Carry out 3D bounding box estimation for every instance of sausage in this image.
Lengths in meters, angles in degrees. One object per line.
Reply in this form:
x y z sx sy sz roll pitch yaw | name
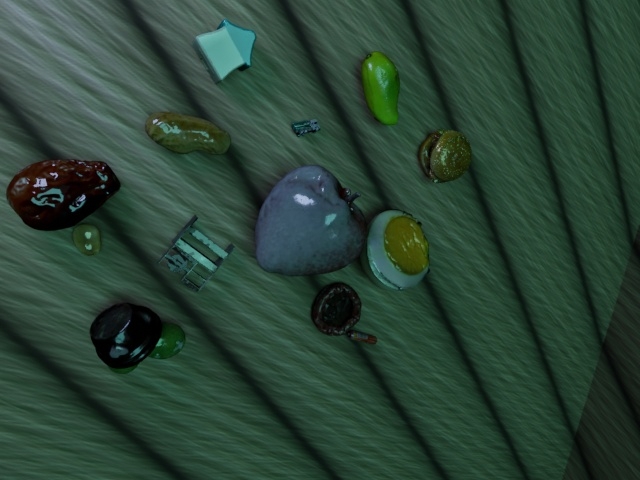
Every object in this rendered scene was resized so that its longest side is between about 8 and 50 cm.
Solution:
0.153 0.365 1.540 0.130 0.034 0.034 19 95 -27 | sausage

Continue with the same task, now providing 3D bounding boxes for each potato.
-0.616 -0.002 1.083 0.068 0.062 0.083 -14 86 9 | potato

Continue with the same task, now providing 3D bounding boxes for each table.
-0.366 0.039 1.205 0.146 0.062 0.175 43 83 -27 | table

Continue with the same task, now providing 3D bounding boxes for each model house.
-0.246 -0.511 1.095 0.149 0.100 0.127 -34 115 -10 | model house

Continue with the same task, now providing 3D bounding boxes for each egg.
0.235 0.038 1.426 0.265 0.174 0.286 9 75 -27 | egg

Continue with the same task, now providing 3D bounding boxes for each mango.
0.198 -0.479 1.300 0.126 0.111 0.232 -29 115 -10 | mango

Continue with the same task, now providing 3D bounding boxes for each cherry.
-0.035 -0.055 1.205 0.336 0.291 0.325 -9 108 5 | cherry

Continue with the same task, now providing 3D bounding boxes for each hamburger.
0.446 -0.294 1.458 0.182 0.118 0.190 29 94 -24 | hamburger

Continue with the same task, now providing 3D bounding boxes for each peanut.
-0.356 -0.285 1.111 0.226 0.095 0.108 3 117 -29 | peanut

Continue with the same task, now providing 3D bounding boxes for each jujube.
-0.619 -0.121 1.001 0.237 0.168 0.168 -26 113 -23 | jujube

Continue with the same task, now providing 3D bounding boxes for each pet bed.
0.060 0.249 1.459 0.202 0.053 0.201 -8 111 -20 | pet bed

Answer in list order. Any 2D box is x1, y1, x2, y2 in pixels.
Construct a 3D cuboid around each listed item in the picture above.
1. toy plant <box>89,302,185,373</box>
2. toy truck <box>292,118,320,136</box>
-0.516 0.279 1.153 0.218 0.175 0.235 -26 140 -9 | toy plant
-0.045 -0.350 1.264 0.084 0.039 0.044 -18 96 -18 | toy truck
